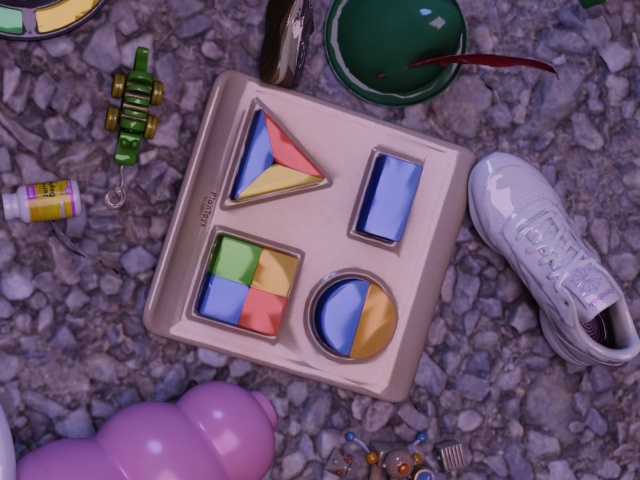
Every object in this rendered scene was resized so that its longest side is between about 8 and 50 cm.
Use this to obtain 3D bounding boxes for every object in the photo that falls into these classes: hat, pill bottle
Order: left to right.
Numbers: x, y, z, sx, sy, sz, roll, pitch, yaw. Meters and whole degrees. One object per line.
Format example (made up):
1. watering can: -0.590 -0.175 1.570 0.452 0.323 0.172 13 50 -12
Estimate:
1. pill bottle: -0.311 -0.043 1.352 0.083 0.043 0.043 -9 95 -14
2. hat: 0.127 -0.244 1.384 0.209 0.183 0.173 -11 95 -14

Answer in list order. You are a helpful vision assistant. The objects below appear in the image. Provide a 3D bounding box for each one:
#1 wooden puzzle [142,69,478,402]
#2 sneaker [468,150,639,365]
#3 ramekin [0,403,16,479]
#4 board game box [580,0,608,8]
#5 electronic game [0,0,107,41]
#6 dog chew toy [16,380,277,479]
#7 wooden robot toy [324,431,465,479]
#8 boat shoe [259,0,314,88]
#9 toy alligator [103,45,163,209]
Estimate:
1. wooden puzzle: 0.000 0.000 1.418 0.348 0.080 0.322 17 88 -15
2. sneaker: 0.293 0.020 1.460 0.114 0.152 0.305 -36 100 -11
3. ramekin: -0.451 0.235 1.216 0.273 0.127 0.272 -1 87 23
4. board game box: 0.409 -0.474 1.508 0.316 0.064 0.242 -33 101 -11
5. electronic game: -0.328 -0.333 1.330 0.229 0.048 0.229 -1 94 -15
6. dog chew toy: -0.192 0.271 1.328 0.332 0.206 0.206 -33 101 -19
7. wooden robot toy: 0.097 0.276 1.459 0.173 0.079 0.076 3 92 -14
8. boat shoe: -0.033 -0.250 1.414 0.049 0.056 0.152 19 82 -39
9. toy alligator: -0.214 -0.126 1.369 0.056 0.051 0.189 11 90 -15
